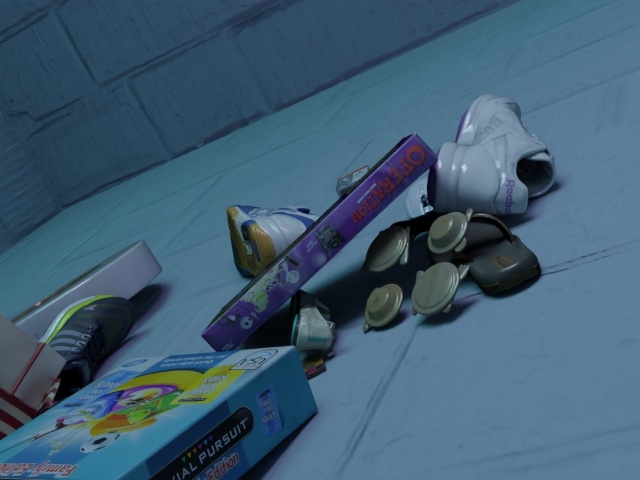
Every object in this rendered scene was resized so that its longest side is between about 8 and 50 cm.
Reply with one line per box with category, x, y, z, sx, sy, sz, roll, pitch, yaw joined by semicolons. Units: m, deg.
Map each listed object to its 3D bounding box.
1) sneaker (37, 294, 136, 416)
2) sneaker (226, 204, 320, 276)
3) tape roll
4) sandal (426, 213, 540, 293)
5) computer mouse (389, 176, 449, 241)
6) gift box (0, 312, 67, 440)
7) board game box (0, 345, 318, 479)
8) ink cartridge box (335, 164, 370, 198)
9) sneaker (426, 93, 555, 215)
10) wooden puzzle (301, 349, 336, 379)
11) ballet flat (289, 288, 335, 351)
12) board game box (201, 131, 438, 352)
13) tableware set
sneaker;-0.374;0.184;1.449;0.121;0.111;0.300;5;33;35
sneaker;-0.070;-0.004;1.537;0.131;0.112;0.296;-14;13;-14
tape roll;-0.462;0.129;1.714;0.392;0.072;0.392;-31;7;4
sandal;0.176;0.005;1.090;0.090;0.060;0.219;-29;15;-2
computer mouse;0.149;-0.056;1.377;0.106;0.042;0.193;-26;15;13
gift box;-0.492;0.197;1.200;0.276;0.258;0.255;4;55;43
board game box;-0.201;0.210;0.912;0.253;0.079;0.336;-10;14;38
ink cartridge box;0.063;-0.107;1.732;0.062;0.029;0.115;-26;15;12
sneaker;0.245;-0.106;1.288;0.152;0.114;0.305;10;32;18
wooden puzzle;-0.019;0.146;1.078;0.083;0.006;0.049;-28;15;2
ballet flat;-0.010;0.100;1.149;0.052;0.057;0.168;7;12;-4
board game box;0.000;0.000;1.215;0.347;0.056;0.208;-43;-2;5
tableware set;0.104;0.033;1.085;0.168;0.020;0.141;-18;46;43
